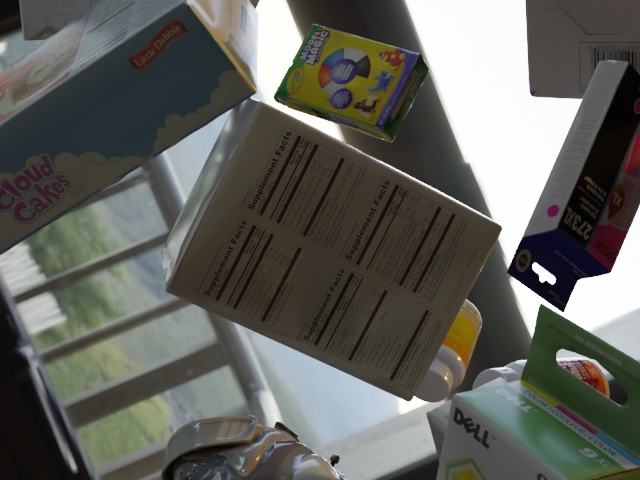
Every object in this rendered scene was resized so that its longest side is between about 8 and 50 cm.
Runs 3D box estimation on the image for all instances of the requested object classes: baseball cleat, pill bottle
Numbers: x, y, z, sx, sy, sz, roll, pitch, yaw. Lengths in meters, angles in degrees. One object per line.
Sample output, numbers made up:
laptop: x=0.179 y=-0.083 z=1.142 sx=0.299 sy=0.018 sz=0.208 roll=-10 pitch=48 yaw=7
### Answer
baseball cleat: x=-0.082 y=0.175 z=0.619 sx=0.109 sy=0.206 sz=0.072 roll=40 pitch=-52 yaw=26
pill bottle: x=0.231 y=0.209 z=1.968 sx=0.215 sy=0.117 sz=0.117 roll=-60 pitch=136 yaw=-50
pill bottle: x=0.370 y=0.261 z=1.733 sx=0.121 sy=0.221 sz=0.121 roll=-4 pitch=-95 yaw=56

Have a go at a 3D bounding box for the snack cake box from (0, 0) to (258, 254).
snack cake box: x=-0.179 y=-0.112 z=0.809 sx=0.089 sy=0.264 sz=0.152 roll=50 pitch=19 yaw=-30

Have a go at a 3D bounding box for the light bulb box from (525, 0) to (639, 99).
light bulb box: x=0.594 y=-0.388 z=1.788 sx=0.358 sy=0.361 sz=0.225 roll=9 pitch=-67 yaw=36

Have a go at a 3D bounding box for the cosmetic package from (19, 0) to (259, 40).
cosmetic package: x=-0.196 y=-0.331 z=1.149 sx=0.377 sy=0.284 sz=0.097 roll=148 pitch=-62 yaw=-73

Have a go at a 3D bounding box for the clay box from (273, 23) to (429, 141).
clay box: x=0.034 y=-0.240 z=1.526 sx=0.222 sy=0.127 sz=0.053 roll=22 pitch=-11 yaw=28

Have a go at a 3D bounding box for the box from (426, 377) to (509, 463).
box: x=0.184 y=0.216 z=1.087 sx=0.101 sy=0.102 sz=0.087 roll=34 pitch=-38 yaw=64

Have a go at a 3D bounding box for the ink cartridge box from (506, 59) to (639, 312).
ink cartridge box: x=0.428 y=-0.078 z=1.604 sx=0.176 sy=0.371 sz=0.069 roll=32 pitch=-8 yaw=-40

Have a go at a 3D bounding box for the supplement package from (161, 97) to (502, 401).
supplement package: x=0.000 y=0.000 z=1.041 sx=0.263 sy=0.198 sz=0.199 roll=26 pitch=5 yaw=-13

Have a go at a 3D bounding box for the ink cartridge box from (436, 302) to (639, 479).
ink cartridge box: x=0.127 y=0.157 z=0.625 sx=0.109 sy=0.062 sz=0.209 roll=36 pitch=-57 yaw=52

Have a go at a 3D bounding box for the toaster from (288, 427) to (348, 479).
toaster: x=-0.058 y=0.387 z=1.445 sx=0.146 sy=0.227 sz=0.129 roll=30 pitch=-12 yaw=-7
